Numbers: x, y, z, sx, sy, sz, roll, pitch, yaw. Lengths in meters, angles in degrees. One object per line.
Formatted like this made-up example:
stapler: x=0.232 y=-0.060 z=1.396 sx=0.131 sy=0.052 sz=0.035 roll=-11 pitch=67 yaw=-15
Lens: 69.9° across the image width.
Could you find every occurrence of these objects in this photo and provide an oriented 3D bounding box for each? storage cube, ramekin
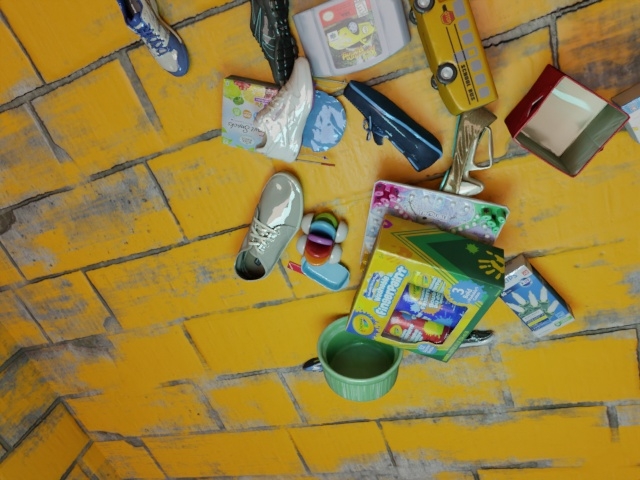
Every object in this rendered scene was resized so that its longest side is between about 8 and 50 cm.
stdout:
storage cube: x=0.613 y=-0.307 z=1.167 sx=0.214 sy=0.193 sz=0.184 roll=30 pitch=121 yaw=-4
ramekin: x=0.142 y=0.423 z=1.637 sx=0.302 sy=0.304 sz=0.148 roll=4 pitch=127 yaw=13

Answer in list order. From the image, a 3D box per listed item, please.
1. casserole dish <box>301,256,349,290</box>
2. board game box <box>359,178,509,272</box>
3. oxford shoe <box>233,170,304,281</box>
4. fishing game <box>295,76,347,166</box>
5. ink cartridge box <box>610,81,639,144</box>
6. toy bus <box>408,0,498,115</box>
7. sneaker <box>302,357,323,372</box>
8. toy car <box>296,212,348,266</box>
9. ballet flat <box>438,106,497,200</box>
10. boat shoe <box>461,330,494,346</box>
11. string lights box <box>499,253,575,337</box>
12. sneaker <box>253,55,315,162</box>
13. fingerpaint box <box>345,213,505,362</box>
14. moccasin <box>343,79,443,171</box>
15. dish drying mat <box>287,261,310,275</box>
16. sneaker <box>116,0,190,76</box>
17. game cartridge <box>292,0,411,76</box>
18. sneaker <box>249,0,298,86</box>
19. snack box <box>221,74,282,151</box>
casserole dish: x=0.020 y=0.104 z=1.640 sx=0.188 sy=0.037 sz=0.114 roll=31 pitch=121 yaw=-2
board game box: x=0.331 y=0.010 z=1.434 sx=0.389 sy=0.050 sz=0.390 roll=13 pitch=137 yaw=8
oxford shoe: x=-0.181 y=-0.025 z=1.561 sx=0.169 sy=0.130 sz=0.450 roll=33 pitch=120 yaw=12
fishing game: x=-0.012 y=-0.361 z=1.393 sx=0.188 sy=0.041 sz=0.264 roll=8 pitch=113 yaw=11
ink cartridge box: x=0.827 y=-0.317 z=1.163 sx=0.092 sy=0.090 sz=0.143 roll=-30 pitch=108 yaw=27
toy bus: x=0.328 y=-0.489 z=1.155 sx=0.130 sy=0.108 sz=0.333 roll=-19 pitch=97 yaw=7
sneaker: x=-0.008 y=0.511 z=1.862 sx=0.144 sy=0.053 sz=0.059 roll=-20 pitch=114 yaw=25
toy car: x=0.000 y=0.000 z=1.519 sx=0.159 sy=0.136 sz=0.182 roll=17 pitch=106 yaw=6
ballet flat: x=0.423 y=-0.212 z=1.311 sx=0.124 sy=0.116 sz=0.343 roll=22 pitch=118 yaw=24
boat shoe: x=0.543 y=0.345 z=1.627 sx=0.142 sy=0.049 sz=0.040 roll=-19 pitch=111 yaw=26
string lights box: x=0.679 y=0.181 z=1.483 sx=0.259 sy=0.077 sz=0.133 roll=44 pitch=121 yaw=-10
sneaker: x=-0.105 y=-0.370 z=1.305 sx=0.152 sy=0.114 sz=0.305 roll=7 pitch=118 yaw=-18
fingerpaint box: x=0.308 y=0.171 z=1.449 sx=0.370 sy=0.163 sz=0.445 roll=18 pitch=138 yaw=3
moccasin: x=0.192 y=-0.314 z=1.309 sx=0.342 sy=0.138 sz=0.117 roll=38 pitch=125 yaw=-6
dish drying mat: x=-0.081 y=0.105 z=1.683 sx=0.083 sy=0.008 sz=0.032 roll=24 pitch=120 yaw=1
sneaker: x=-0.503 y=-0.610 z=1.334 sx=0.111 sy=0.131 sz=0.297 roll=-24 pitch=111 yaw=23
game cartridge: x=0.088 y=-0.565 z=1.248 sx=0.293 sy=0.060 sz=0.196 roll=-12 pitch=118 yaw=21
sneaker: x=-0.134 y=-0.575 z=1.291 sx=0.106 sy=0.101 sz=0.268 roll=14 pitch=124 yaw=33
snack box: x=-0.211 y=-0.385 z=1.413 sx=0.174 sy=0.070 sz=0.207 roll=13 pitch=122 yaw=7
